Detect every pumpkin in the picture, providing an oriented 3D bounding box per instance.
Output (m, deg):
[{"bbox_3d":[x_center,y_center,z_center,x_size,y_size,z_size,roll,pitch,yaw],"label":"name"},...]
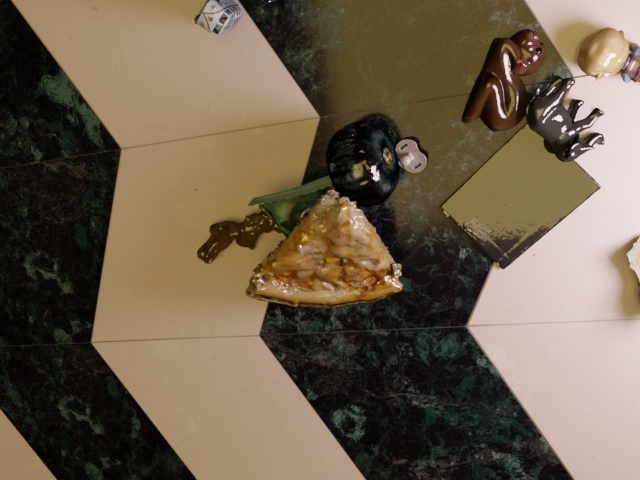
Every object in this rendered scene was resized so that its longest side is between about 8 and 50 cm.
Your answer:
[{"bbox_3d":[0.115,-0.200,1.585,0.163,0.233,0.233,-16,102,25],"label":"pumpkin"}]

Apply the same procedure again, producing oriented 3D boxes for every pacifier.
[{"bbox_3d":[0.237,-0.222,1.624,0.082,0.078,0.099,-34,97,36],"label":"pacifier"}]

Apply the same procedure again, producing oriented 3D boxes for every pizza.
[{"bbox_3d":[0.052,0.084,1.675,0.392,0.080,0.435,25,130,-27],"label":"pizza"}]

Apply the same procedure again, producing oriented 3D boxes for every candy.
[{"bbox_3d":[-0.001,0.004,1.726,0.263,0.172,0.397,-16,115,25],"label":"candy"}]

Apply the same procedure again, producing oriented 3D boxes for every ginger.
[{"bbox_3d":[-0.257,-0.017,1.844,0.290,0.084,0.122,-23,121,18],"label":"ginger"}]

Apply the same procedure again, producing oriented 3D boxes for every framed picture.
[{"bbox_3d":[0.529,-0.116,1.608,0.255,0.014,0.338,43,113,0],"label":"framed picture"}]

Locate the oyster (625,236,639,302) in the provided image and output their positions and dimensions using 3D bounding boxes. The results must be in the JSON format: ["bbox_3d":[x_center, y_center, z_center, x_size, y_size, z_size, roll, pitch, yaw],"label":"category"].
[{"bbox_3d":[0.874,0.098,1.541,0.162,0.107,0.232,-1,88,22],"label":"oyster"}]

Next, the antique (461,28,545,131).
[{"bbox_3d":[0.464,-0.394,1.480,0.144,0.121,0.256,18,112,2],"label":"antique"}]

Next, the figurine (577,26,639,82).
[{"bbox_3d":[0.714,-0.429,1.417,0.196,0.108,0.114,15,122,-8],"label":"figurine"}]

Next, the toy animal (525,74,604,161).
[{"bbox_3d":[0.601,-0.292,1.474,0.245,0.114,0.146,37,96,-10],"label":"toy animal"}]

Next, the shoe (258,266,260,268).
[{"bbox_3d":[-0.174,0.127,1.858,0.069,0.072,0.109,11,138,-18],"label":"shoe"}]

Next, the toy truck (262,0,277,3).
[{"bbox_3d":[-0.185,-0.714,1.534,0.213,0.177,0.161,24,111,8],"label":"toy truck"}]

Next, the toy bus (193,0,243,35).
[{"bbox_3d":[-0.268,-0.600,1.591,0.089,0.194,0.087,35,113,-11],"label":"toy bus"}]
